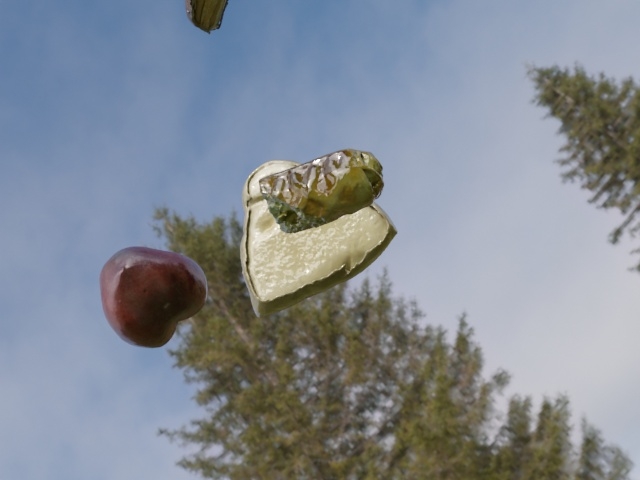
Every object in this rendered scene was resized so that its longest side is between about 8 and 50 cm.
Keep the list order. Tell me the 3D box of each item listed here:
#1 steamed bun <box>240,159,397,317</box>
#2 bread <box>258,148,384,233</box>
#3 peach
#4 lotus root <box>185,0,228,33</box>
[{"bbox_3d":[-0.022,-0.019,1.213,0.231,0.212,0.110,-25,-20,-1],"label":"steamed bun"},{"bbox_3d":[0.003,-0.044,0.721,0.110,0.066,0.060,-17,-71,16],"label":"bread"},{"bbox_3d":[-0.246,0.075,1.183,0.152,0.152,0.152,-28,-36,-23],"label":"peach"},{"bbox_3d":[-0.104,-0.236,0.765,0.037,0.030,0.083,6,-62,-31],"label":"lotus root"}]
